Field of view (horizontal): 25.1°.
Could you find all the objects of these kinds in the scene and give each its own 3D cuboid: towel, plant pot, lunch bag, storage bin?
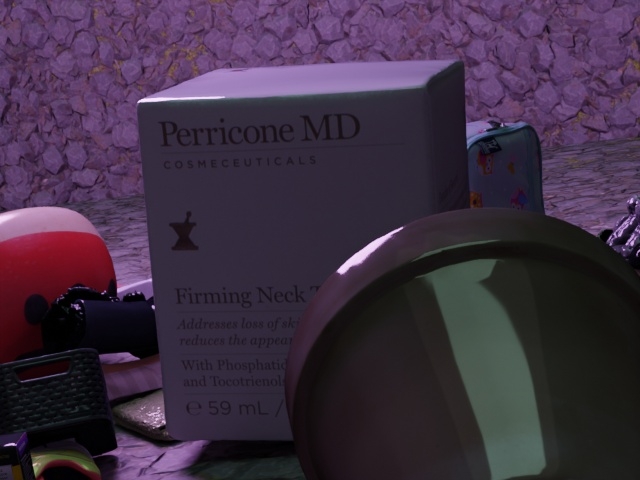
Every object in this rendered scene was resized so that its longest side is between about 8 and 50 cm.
[{"bbox_3d":[-0.186,0.214,1.779,0.110,0.027,0.148,-17,15,-33],"label":"towel"},{"bbox_3d":[0.143,0.177,1.096,0.323,0.323,0.280,-9,28,-1],"label":"plant pot"},{"bbox_3d":[0.239,-0.038,2.061,0.108,0.279,0.224,7,16,42],"label":"lunch bag"},{"bbox_3d":[-0.300,0.194,1.626,0.122,0.084,0.180,-10,-18,-8],"label":"storage bin"}]

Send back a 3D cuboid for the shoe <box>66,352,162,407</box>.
[{"bbox_3d":[-0.227,0.184,1.919,0.219,0.058,0.076,-8,-12,-16],"label":"shoe"}]

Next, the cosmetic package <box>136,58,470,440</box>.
[{"bbox_3d":[0.000,0.000,1.692,0.329,0.393,0.327,-2,12,13],"label":"cosmetic package"}]

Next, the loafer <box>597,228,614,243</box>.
[{"bbox_3d":[0.448,0.033,2.029,0.094,0.087,0.251,-12,11,-17],"label":"loafer"}]

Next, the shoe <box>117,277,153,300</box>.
[{"bbox_3d":[-0.313,0.093,2.408,0.178,0.063,0.081,-13,16,2],"label":"shoe"}]

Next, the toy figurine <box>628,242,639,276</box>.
[{"bbox_3d":[0.332,0.092,1.662,0.213,0.148,0.209,-7,11,10],"label":"toy figurine"}]

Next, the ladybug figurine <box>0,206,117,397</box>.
[{"bbox_3d":[-0.434,0.108,1.971,0.162,0.305,0.449,39,35,20],"label":"ladybug figurine"}]

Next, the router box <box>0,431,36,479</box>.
[{"bbox_3d":[-0.361,0.264,1.385,0.179,0.133,0.046,-9,10,5],"label":"router box"}]

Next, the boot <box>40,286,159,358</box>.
[{"bbox_3d":[-0.280,0.115,1.931,0.207,0.094,0.246,0,-10,-30],"label":"boot"}]

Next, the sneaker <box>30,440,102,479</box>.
[{"bbox_3d":[-0.325,0.262,1.508,0.208,0.081,0.094,-14,14,-28],"label":"sneaker"}]

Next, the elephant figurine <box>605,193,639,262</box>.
[{"bbox_3d":[0.353,0.062,1.831,0.239,0.186,0.169,-35,-24,-2],"label":"elephant figurine"}]
